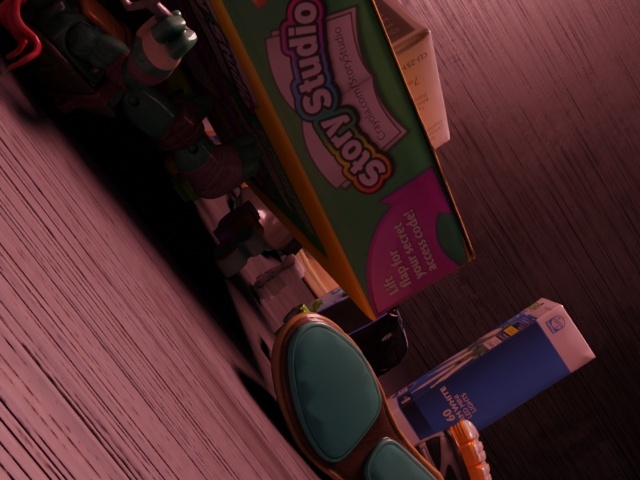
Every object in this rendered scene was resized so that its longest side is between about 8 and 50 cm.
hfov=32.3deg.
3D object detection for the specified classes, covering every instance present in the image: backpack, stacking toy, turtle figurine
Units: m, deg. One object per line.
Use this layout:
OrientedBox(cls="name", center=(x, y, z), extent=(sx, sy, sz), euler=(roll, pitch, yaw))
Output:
OrientedBox(cls="backpack", center=(0.040, 0.102, 1.212), extent=(0.084, 0.105, 0.114), euler=(59, -2, 39))
OrientedBox(cls="stacking toy", center=(-0.076, -0.002, 0.971), extent=(0.167, 0.052, 0.221), euler=(54, 4, -15))
OrientedBox(cls="turtle figurine", center=(-0.129, -0.129, 0.704), extent=(0.234, 0.118, 0.175), euler=(55, 10, -49))

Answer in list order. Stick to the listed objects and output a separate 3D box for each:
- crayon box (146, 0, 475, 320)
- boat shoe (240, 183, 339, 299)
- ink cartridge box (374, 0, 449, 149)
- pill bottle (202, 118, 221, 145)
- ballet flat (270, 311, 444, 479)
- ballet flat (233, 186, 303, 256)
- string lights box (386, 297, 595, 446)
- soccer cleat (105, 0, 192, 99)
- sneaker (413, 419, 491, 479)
OrientedBox(cls="crayon box", center=(-0.046, -0.160, 0.858), extent=(0.313, 0.106, 0.362), euler=(44, -16, 57))
OrientedBox(cls="boat shoe", center=(0.000, 0.000, 1.760), extent=(0.341, 0.110, 0.121), euler=(55, 2, -23))
OrientedBox(cls="ink cartridge box", center=(0.022, -0.158, 1.018), extent=(0.275, 0.060, 0.239), euler=(51, -12, 38))
OrientedBox(cls="pill bottle", center=(-0.099, -0.164, 1.406), extent=(0.152, 0.152, 0.272), euler=(57, 3, 22))
OrientedBox(cls="ballet flat", center=(0.016, 0.141, 0.802), extent=(0.073, 0.080, 0.232), euler=(10, -41, 53))
OrientedBox(cls="ballet flat", center=(-0.047, -0.038, 1.461), extent=(0.095, 0.096, 0.280), euler=(58, 3, 5))
OrientedBox(cls="string lights box", center=(0.185, 0.172, 1.307), extent=(0.076, 0.260, 0.133), euler=(57, 1, 1))
OrientedBox(cls="soccer cleat", center=(-0.195, -0.230, 1.024), extent=(0.289, 0.093, 0.121), euler=(54, 5, -36))
OrientedBox(cls="sneaker", center=(0.154, 0.304, 1.183), extent=(0.084, 0.083, 0.214), euler=(23, 51, -78))
